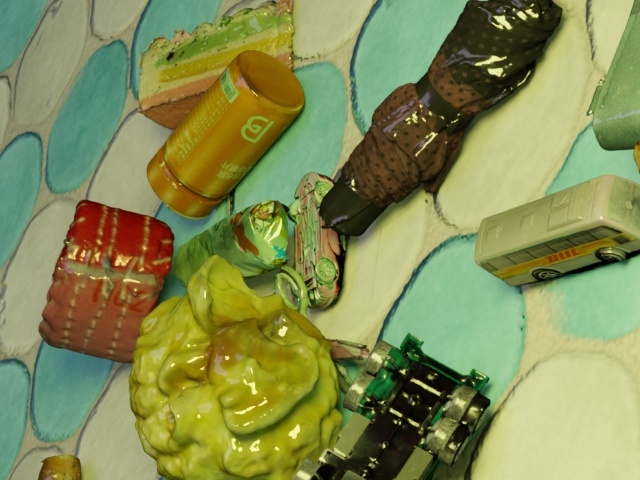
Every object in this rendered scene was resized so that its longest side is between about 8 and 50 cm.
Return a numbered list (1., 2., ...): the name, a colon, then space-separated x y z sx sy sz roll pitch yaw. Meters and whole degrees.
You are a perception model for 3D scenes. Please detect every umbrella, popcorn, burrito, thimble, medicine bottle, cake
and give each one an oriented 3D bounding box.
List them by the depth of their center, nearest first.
1. umbrella: 0.107 -0.118 1.840 0.326 0.090 0.094 -50 38 29
2. popcorn: -0.078 0.141 1.845 0.235 0.181 0.216 43 128 40
3. burrito: -0.094 0.028 2.067 0.288 0.054 0.104 157 107 -64
4. medicine bottle: -0.108 -0.119 2.180 0.192 0.096 0.096 -47 36 32
5. thimble: -0.246 0.047 2.224 0.189 0.125 0.163 118 166 -56
6. cake: -0.105 -0.203 2.290 0.225 0.090 0.109 -16 53 32

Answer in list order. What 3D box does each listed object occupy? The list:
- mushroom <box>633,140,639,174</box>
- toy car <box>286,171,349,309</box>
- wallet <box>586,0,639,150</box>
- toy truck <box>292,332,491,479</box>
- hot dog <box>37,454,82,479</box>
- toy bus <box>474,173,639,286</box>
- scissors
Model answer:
1. mushroom: 0.317 -0.030 1.311 0.227 0.218 0.148 -30 46 47
2. toy car: 0.000 0.000 1.971 0.069 0.055 0.142 144 128 -58
3. wallet: 0.346 -0.204 1.502 0.251 0.054 0.290 -1 68 43
4. toy truck: 0.055 0.192 1.662 0.216 0.110 0.116 -53 -15 -35
5. hot dog: -0.301 0.371 2.204 0.083 0.068 0.289 -50 35 41
6. toy bus: 0.206 -0.007 1.625 0.172 0.072 0.057 -22 49 51
7. scissors: -0.003 0.108 1.912 0.187 0.020 0.133 26 116 56
